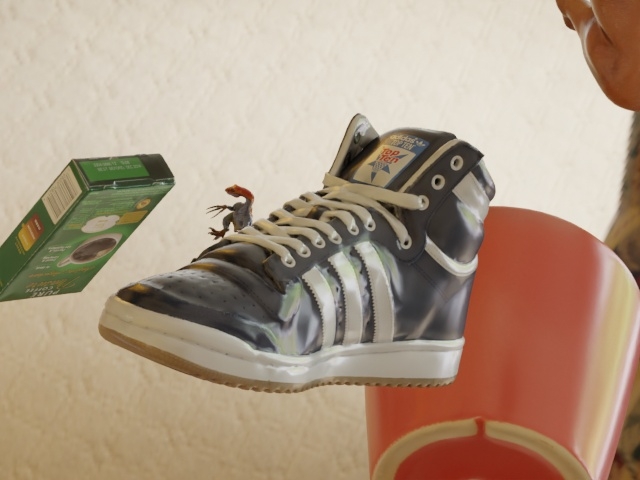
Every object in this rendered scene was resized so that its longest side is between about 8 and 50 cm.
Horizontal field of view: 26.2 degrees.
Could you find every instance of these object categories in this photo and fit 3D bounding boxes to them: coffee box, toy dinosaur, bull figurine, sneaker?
[{"bbox_3d":[-0.230,-0.011,1.295,0.113,0.184,0.040,-8,61,-49],"label":"coffee box"},{"bbox_3d":[-0.080,-0.028,1.341,0.047,0.082,0.090,40,37,7],"label":"toy dinosaur"},{"bbox_3d":[0.232,-0.213,0.935,0.101,0.310,0.188,-15,62,-14],"label":"bull figurine"},{"bbox_3d":[0.000,0.000,0.768,0.099,0.153,0.282,20,8,37],"label":"sneaker"}]

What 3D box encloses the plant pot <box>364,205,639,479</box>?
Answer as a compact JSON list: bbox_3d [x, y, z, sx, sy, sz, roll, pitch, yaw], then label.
[{"bbox_3d":[0.157,0.145,1.257,0.274,0.275,0.243,17,41,-1],"label":"plant pot"}]
